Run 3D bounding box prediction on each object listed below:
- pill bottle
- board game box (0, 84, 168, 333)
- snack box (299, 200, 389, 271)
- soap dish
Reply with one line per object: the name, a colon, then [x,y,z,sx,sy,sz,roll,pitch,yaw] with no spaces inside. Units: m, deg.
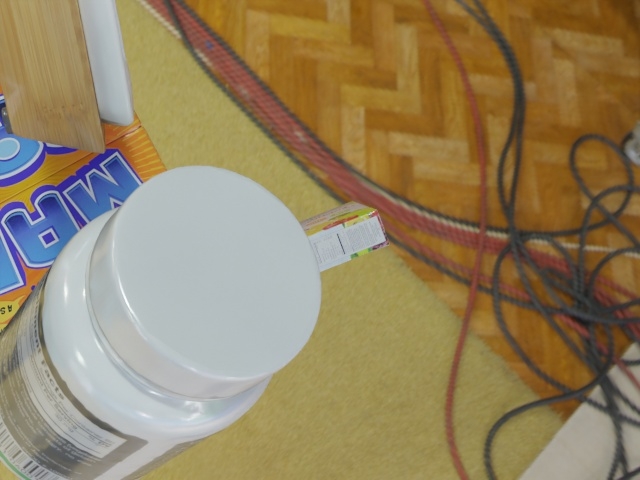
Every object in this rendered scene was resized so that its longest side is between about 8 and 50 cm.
pill bottle: [-0.159,0.091,0.853,0.204,0.361,0.204,15,60,-27]
board game box: [-0.449,-0.097,1.454,0.356,0.356,0.356,-31,109,-13]
snack box: [0.000,0.000,0.899,0.100,0.141,0.037,-20,97,-4]
soap dish: [-0.258,-0.228,0.948,0.118,0.291,0.229,-11,114,-9]
